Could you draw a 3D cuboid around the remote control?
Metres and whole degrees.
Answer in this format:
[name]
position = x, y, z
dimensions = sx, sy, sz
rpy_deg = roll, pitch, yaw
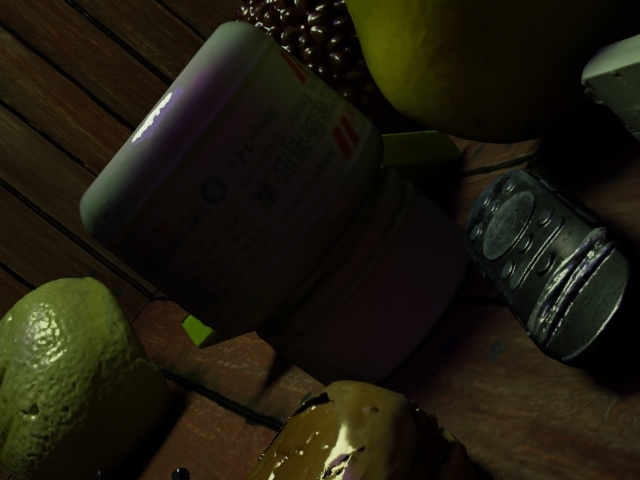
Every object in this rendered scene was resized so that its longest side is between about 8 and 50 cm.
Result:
[remote control]
position = 0.162, 0.018, 0.690
dimensions = 0.090, 0.066, 0.266
rpy_deg = -62, 13, 13

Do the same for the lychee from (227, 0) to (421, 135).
[lychee]
position = 0.009, -0.222, 1.436
dimensions = 0.306, 0.330, 0.306
rpy_deg = -23, 54, 36

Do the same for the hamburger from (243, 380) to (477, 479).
[hamburger]
position = 0.006, 0.187, 0.639
dimensions = 0.214, 0.108, 0.214
rpy_deg = -52, 13, 17

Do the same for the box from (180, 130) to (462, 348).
[box]
position = 0.000, 0.000, 1.190
dimensions = 0.335, 0.047, 0.187
rpy_deg = -45, -17, 30

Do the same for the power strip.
[power strip]
position = 0.242, -0.103, 0.676
dimensions = 0.035, 0.081, 0.192
rpy_deg = -52, 10, -9

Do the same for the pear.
[pear]
position = 0.173, -0.290, 0.876
dimensions = 0.362, 0.362, 0.418
rpy_deg = -129, 51, -79

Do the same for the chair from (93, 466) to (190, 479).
[chair]
position = -0.169, 0.332, 0.940
dimensions = 0.106, 0.113, 0.229
rpy_deg = -43, 51, 34

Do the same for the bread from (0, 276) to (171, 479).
[bread]
position = -0.380, 0.217, 1.550
dimensions = 0.237, 0.321, 0.320
rpy_deg = -21, -9, -36

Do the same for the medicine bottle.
[medicine bottle]
position = -0.036, -0.022, 0.947
dimensions = 0.241, 0.302, 0.241
rpy_deg = -48, 12, 14
